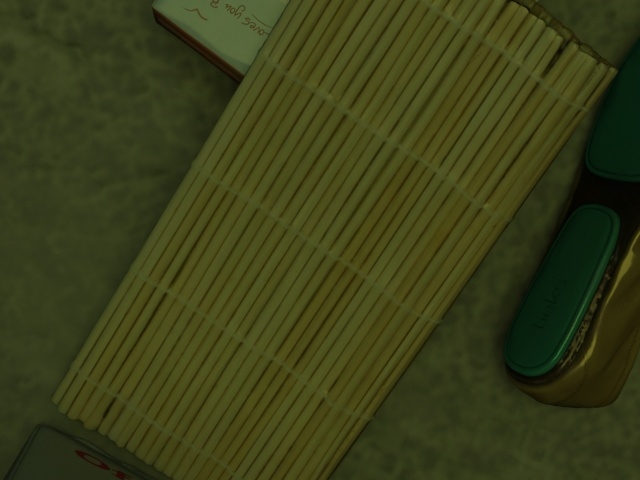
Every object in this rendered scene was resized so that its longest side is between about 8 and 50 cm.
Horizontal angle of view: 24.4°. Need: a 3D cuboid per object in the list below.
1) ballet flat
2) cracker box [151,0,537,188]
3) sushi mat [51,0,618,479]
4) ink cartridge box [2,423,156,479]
[{"bbox_3d":[0.171,-0.017,0.791,0.073,0.080,0.232,25,92,-33],"label":"ballet flat"},{"bbox_3d":[0.042,-0.163,0.767,0.156,0.067,0.232,37,88,-7],"label":"cracker box"},{"bbox_3d":[0.000,0.000,0.744,0.151,0.019,0.316,32,108,-4],"label":"sushi mat"},{"bbox_3d":[-0.073,0.212,0.650,0.226,0.306,0.131,31,90,-5],"label":"ink cartridge box"}]
